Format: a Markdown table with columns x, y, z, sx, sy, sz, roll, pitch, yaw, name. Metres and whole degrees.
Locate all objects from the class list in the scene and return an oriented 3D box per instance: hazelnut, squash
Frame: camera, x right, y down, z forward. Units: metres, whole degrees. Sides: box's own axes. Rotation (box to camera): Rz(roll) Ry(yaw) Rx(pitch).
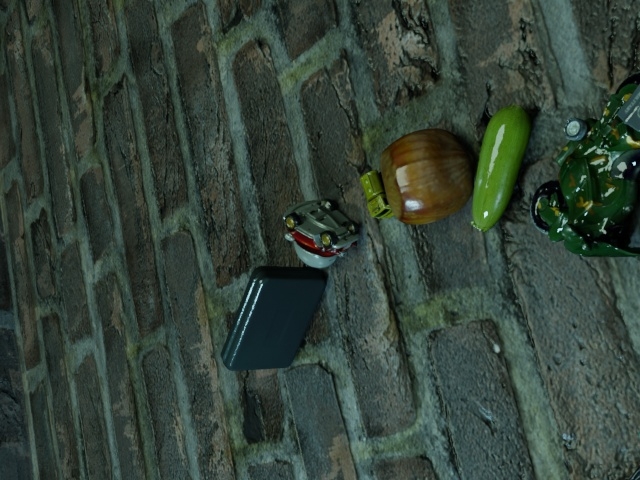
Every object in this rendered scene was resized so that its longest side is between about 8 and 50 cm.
| x | y | z | sx | sy | sz | roll | pitch | yaw | name |
| --- | --- | --- | --- | --- | --- | --- | --- | --- | --- |
| 0.171 | -0.103 | 1.305 | 0.150 | 0.150 | 0.150 | 1 | 92 | 49 | hazelnut |
| 0.267 | -0.107 | 1.232 | 0.066 | 0.066 | 0.201 | 33 | 118 | 44 | squash |

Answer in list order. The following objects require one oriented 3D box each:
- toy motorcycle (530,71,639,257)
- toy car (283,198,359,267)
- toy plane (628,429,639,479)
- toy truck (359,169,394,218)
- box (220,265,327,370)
| x | y | z | sx | sy | sz | roll | pitch | yaw | name |
| --- | --- | --- | --- | --- | --- | --- | --- | --- | --- |
| 0.386 | -0.083 | 1.053 | 0.274 | 0.125 | 0.187 | -60 | 40 | 31 | toy motorcycle |
| 0.000 | 0.000 | 1.522 | 0.139 | 0.112 | 0.112 | 36 | 132 | 33 | toy car |
| 0.393 | 0.421 | 1.072 | 0.155 | 0.107 | 0.381 | 55 | 135 | 48 | toy plane |
| 0.105 | -0.079 | 1.425 | 0.049 | 0.054 | 0.083 | -35 | 66 | 44 | toy truck |
| -0.092 | 0.152 | 1.577 | 0.050 | 0.160 | 0.230 | 50 | 127 | 44 | box |
